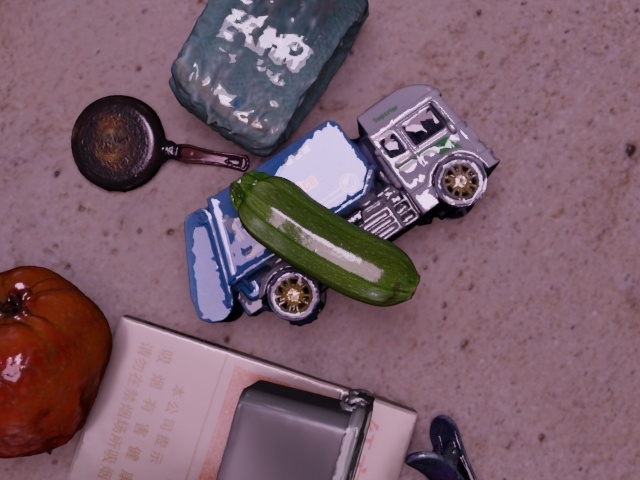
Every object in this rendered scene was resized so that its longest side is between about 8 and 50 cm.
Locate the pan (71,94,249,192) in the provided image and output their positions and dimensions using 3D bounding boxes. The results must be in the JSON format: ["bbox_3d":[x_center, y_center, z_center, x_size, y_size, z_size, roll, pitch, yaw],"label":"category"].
[{"bbox_3d":[-0.189,-0.105,1.210,0.212,0.040,0.115,10,95,0],"label":"pan"}]

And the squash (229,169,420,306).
[{"bbox_3d":[0.000,0.000,1.053,0.219,0.068,0.077,33,71,6],"label":"squash"}]

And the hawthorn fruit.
[{"bbox_3d":[-0.334,0.159,1.147,0.207,0.207,0.243,-1,127,-1],"label":"hawthorn fruit"}]

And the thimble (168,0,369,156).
[{"bbox_3d":[-0.058,-0.206,1.127,0.143,0.198,0.235,32,60,0],"label":"thimble"}]

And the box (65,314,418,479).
[{"bbox_3d":[-0.089,0.238,1.202,0.365,0.051,0.205,18,89,-1],"label":"box"}]

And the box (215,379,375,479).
[{"bbox_3d":[-0.038,0.264,1.104,0.135,0.163,0.243,16,91,8],"label":"box"}]

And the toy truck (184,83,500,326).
[{"bbox_3d":[0.015,-0.028,1.160,0.367,0.146,0.175,-33,86,-1],"label":"toy truck"}]

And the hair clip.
[{"bbox_3d":[0.201,0.334,1.202,0.048,0.083,0.275,-33,96,39],"label":"hair clip"}]
